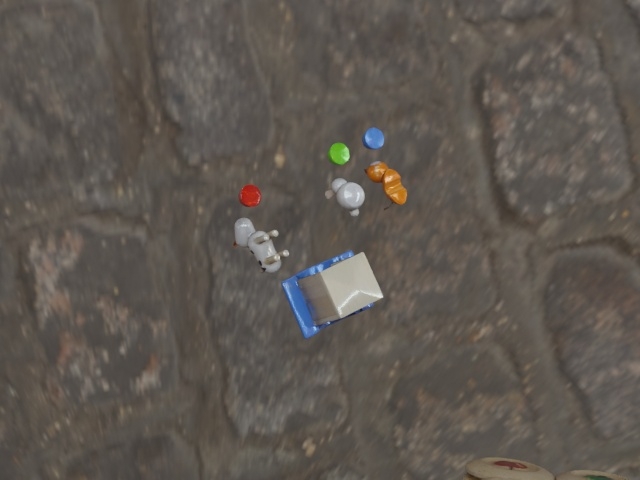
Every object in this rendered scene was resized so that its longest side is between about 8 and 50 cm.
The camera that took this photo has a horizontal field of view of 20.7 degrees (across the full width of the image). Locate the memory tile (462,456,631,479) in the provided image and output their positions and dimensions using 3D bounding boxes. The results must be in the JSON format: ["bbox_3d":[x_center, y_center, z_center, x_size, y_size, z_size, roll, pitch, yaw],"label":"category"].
[{"bbox_3d":[0.130,0.106,0.673,0.148,0.113,0.012,8,94,2],"label":"memory tile"}]

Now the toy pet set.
[{"bbox_3d":[0.000,0.000,1.201,0.122,0.065,0.114,-24,92,-30],"label":"toy pet set"}]
